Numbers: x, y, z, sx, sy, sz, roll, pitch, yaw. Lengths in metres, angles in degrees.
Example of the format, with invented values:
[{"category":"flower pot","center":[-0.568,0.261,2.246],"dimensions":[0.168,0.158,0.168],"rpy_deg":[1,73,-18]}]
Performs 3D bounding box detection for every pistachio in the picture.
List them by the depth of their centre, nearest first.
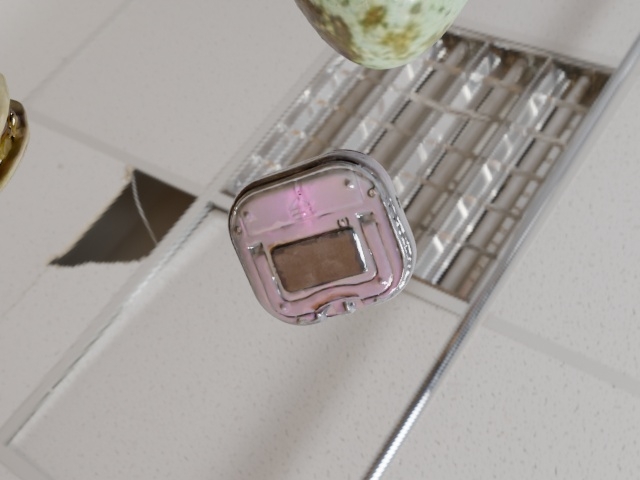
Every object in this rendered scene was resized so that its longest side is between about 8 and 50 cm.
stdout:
[{"category":"pistachio","center":[-0.387,-0.092,0.884],"dimensions":[0.131,0.129,0.206],"rpy_deg":[16,-122,9]}]

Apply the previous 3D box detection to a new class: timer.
[{"category":"timer","center":[0.000,0.000,1.009],"dimensions":[0.209,0.190,0.069],"rpy_deg":[-19,-168,16]}]

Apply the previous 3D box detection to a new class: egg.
[{"category":"egg","center":[0.040,-0.229,0.552],"dimensions":[0.169,0.231,0.169],"rpy_deg":[0,-164,0]}]
